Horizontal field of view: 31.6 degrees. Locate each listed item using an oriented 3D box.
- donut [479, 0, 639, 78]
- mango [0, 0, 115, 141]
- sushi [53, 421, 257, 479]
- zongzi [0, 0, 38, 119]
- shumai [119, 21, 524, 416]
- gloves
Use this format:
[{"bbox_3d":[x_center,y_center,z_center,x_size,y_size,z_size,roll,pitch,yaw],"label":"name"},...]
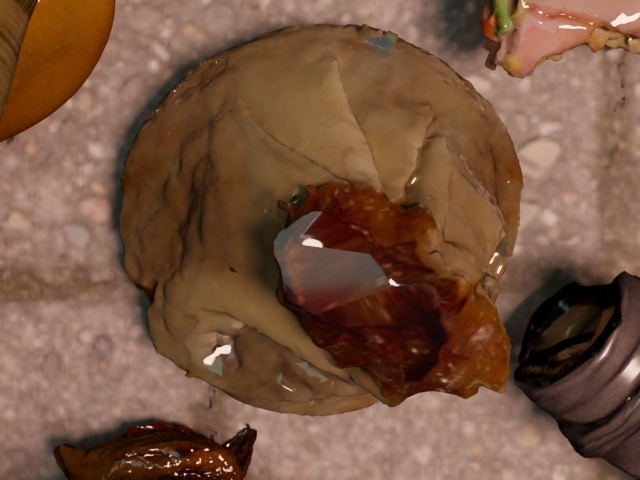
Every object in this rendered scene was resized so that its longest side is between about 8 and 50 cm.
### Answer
[{"bbox_3d":[0.197,-0.097,0.506,0.199,0.085,0.233,-45,91,6],"label":"donut"},{"bbox_3d":[-0.175,-0.085,0.530,0.184,0.085,0.102,-39,99,16],"label":"mango"},{"bbox_3d":[-0.081,0.114,0.558,0.099,0.047,0.050,6,107,-14],"label":"sushi"},{"bbox_3d":[-0.171,0.000,0.477,0.288,0.134,0.286,-30,127,-7],"label":"zongzi"},{"bbox_3d":[0.000,0.000,0.508,0.201,0.120,0.201,0,97,2],"label":"shumai"},{"bbox_3d":[0.224,0.104,0.506,0.285,0.119,0.142,38,107,9],"label":"gloves"}]
